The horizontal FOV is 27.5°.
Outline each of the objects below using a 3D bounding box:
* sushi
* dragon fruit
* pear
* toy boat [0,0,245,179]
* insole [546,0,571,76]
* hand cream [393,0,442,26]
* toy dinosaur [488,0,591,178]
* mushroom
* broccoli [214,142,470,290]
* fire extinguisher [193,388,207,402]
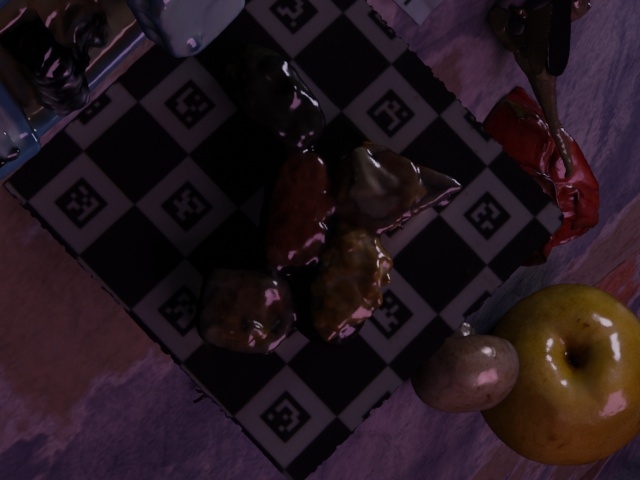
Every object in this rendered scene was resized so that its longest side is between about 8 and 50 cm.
[{"bbox_3d":[-0.017,-0.038,1.090,0.343,0.359,0.064,-44,-178,-12],"label":"sushi"},{"bbox_3d":[0.268,-0.025,1.762,0.205,0.152,0.317,-44,153,-9],"label":"dragon fruit"},{"bbox_3d":[0.398,0.221,2.128,0.314,0.314,0.314,-37,150,-25],"label":"pear"},{"bbox_3d":[-0.171,-0.152,0.937,0.332,0.133,0.145,-45,154,-11],"label":"toy boat"},{"bbox_3d":[0.270,-0.308,1.452,0.086,0.005,0.253,-19,114,-55],"label":"insole"},{"bbox_3d":[0.191,-0.358,1.336,0.321,0.067,0.109,-50,155,8],"label":"hand cream"},{"bbox_3d":[0.278,-0.206,1.566,0.199,0.072,0.251,0,87,-56],"label":"toy dinosaur"},{"bbox_3d":[0.218,0.191,1.976,0.166,0.166,0.127,59,29,-62],"label":"mushroom"},{"bbox_3d":[0.000,0.000,1.239,0.297,0.297,0.298,4,90,-78],"label":"broccoli"},{"bbox_3d":[-0.111,0.131,1.497,0.056,0.039,0.132,-14,137,-37],"label":"fire extinguisher"}]
